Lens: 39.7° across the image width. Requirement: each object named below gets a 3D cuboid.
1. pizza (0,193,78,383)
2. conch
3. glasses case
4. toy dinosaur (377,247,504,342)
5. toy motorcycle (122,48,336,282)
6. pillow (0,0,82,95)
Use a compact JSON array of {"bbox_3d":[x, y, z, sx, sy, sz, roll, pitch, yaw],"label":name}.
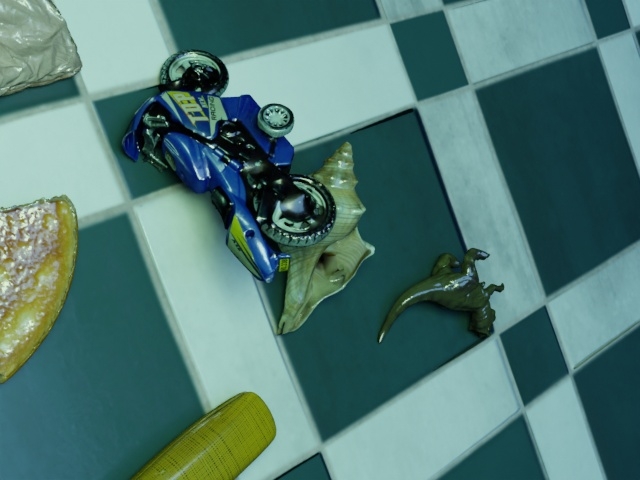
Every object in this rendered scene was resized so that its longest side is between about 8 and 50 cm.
[{"bbox_3d":[-0.341,0.020,0.883,0.193,0.053,0.200,33,75,-30],"label":"pizza"},{"bbox_3d":[0.001,-0.010,1.125,0.137,0.114,0.233,-6,121,-28],"label":"conch"},{"bbox_3d":[-0.144,0.256,0.984,0.234,0.064,0.079,-38,106,-35],"label":"glasses case"},{"bbox_3d":[0.191,0.105,1.251,0.187,0.087,0.178,38,60,-24],"label":"toy dinosaur"},{"bbox_3d":[-0.116,-0.093,1.012,0.169,0.113,0.315,-29,68,-25],"label":"toy motorcycle"},{"bbox_3d":[-0.372,-0.204,0.907,0.248,0.049,0.135,-27,94,-40],"label":"pillow"}]
